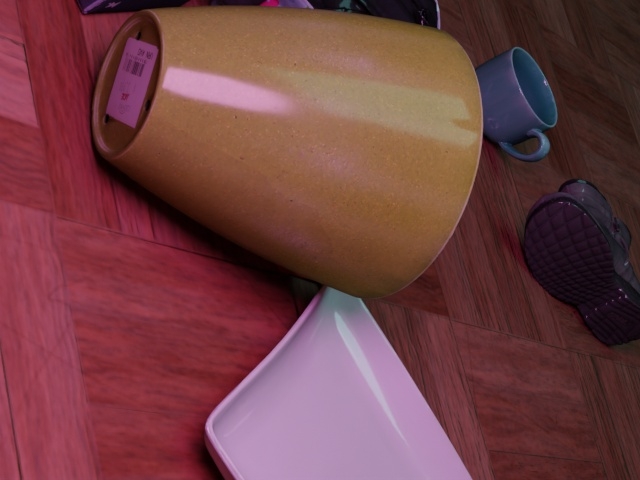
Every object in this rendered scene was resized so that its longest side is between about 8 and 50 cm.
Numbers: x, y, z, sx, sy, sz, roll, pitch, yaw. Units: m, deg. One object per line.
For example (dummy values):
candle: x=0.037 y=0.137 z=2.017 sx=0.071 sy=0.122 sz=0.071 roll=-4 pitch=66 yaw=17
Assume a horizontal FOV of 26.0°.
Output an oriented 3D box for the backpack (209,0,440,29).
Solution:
backpack: x=0.010 y=-0.260 z=1.535 sx=0.253 sy=0.191 sz=0.225 roll=36 pitch=47 yaw=-26

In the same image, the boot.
boot: x=0.380 y=-0.012 z=2.056 sx=0.338 sy=0.118 sz=0.222 roll=52 pitch=26 yaw=-42

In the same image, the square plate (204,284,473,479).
square plate: x=0.036 y=0.240 z=1.324 sx=0.344 sy=0.049 sz=0.347 roll=58 pitch=29 yaw=-9

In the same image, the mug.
mug: x=0.270 y=-0.194 z=2.012 sx=0.129 sy=0.097 sz=0.158 roll=47 pitch=34 yaw=-29

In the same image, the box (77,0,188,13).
box: x=-0.134 y=-0.411 z=1.319 sx=0.183 sy=0.296 sz=0.294 roll=-19 pitch=85 yaw=-61

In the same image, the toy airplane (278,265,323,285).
toy airplane: x=0.000 y=0.000 z=1.480 sx=0.151 sy=0.028 sz=0.151 roll=37 pitch=39 yaw=-38

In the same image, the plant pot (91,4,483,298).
plant pot: x=-0.051 y=-0.107 z=1.282 sx=0.293 sy=0.275 sz=0.275 roll=14 pitch=53 yaw=-32
